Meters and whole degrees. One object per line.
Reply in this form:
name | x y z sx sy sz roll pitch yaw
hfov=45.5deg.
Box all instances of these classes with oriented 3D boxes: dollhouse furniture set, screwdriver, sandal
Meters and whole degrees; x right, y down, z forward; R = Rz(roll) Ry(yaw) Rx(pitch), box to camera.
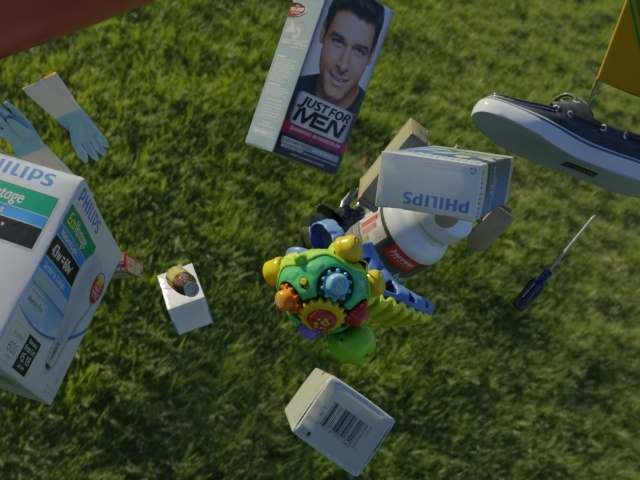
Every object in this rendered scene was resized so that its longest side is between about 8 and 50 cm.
dollhouse furniture set | 0.214 -0.085 1.431 0.242 0.161 0.212 35 24 -10
screwdriver | 0.327 0.031 1.055 0.024 0.170 0.025 39 7 -22
sandal | 0.077 0.061 1.388 0.317 0.126 0.138 27 65 -21

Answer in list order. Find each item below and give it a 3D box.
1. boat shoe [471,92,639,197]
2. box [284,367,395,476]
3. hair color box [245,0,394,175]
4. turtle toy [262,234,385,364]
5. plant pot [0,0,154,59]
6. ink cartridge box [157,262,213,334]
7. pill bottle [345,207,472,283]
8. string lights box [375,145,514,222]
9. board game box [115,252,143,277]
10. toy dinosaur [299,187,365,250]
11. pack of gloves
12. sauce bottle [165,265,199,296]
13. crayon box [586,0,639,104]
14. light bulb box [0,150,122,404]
boat shoe | 0.281 -0.123 0.851 0.228 0.080 0.076 21 79 -3
box | 0.020 0.258 1.125 0.113 0.275 0.094 36 82 -1
hair color box | -0.001 -0.347 1.619 0.185 0.374 0.113 16 5 -41
turtle toy | 0.010 0.058 0.677 0.130 0.095 0.066 54 27 -37
plant pot | -0.229 -0.197 0.377 0.275 0.275 0.243 44 62 6
ink cartridge box | -0.322 0.132 1.805 0.090 0.092 0.143 -20 43 -10
pill bottle | 0.188 -0.004 1.926 0.210 0.363 0.210 26 47 -31
string lights box | 0.182 -0.084 1.071 0.133 0.077 0.259 11 12 20
board game box | -0.542 0.067 1.936 0.146 0.193 0.045 -1 81 -2
toy dinosaur | 0.000 0.000 1.635 0.313 0.121 0.160 -29 104 -62
pack of gloves | -0.583 -0.240 1.644 0.046 0.195 0.232 -102 167 -47
sauce bottle | -0.234 0.073 1.305 0.042 0.128 0.042 -4 102 -22
crayon box | 0.410 -0.303 0.850 0.083 0.323 0.203 28 66 18
light bulb box | -0.581 0.077 1.457 0.225 0.358 0.361 18 67 5
